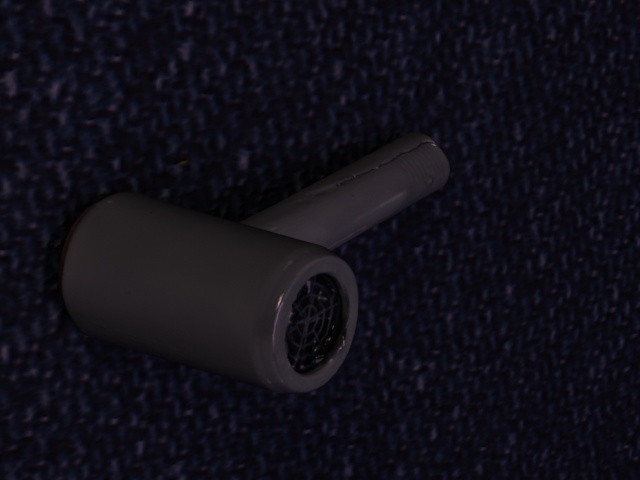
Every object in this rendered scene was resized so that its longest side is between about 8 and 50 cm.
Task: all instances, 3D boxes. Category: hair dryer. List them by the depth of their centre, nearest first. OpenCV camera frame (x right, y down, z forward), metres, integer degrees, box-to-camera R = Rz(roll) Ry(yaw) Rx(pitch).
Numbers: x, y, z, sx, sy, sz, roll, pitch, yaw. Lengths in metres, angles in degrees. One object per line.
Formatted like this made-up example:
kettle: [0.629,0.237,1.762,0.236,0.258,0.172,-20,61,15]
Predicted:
hair dryer: [0.000,0.000,0.910,0.236,0.131,0.073,-26,122,-48]
